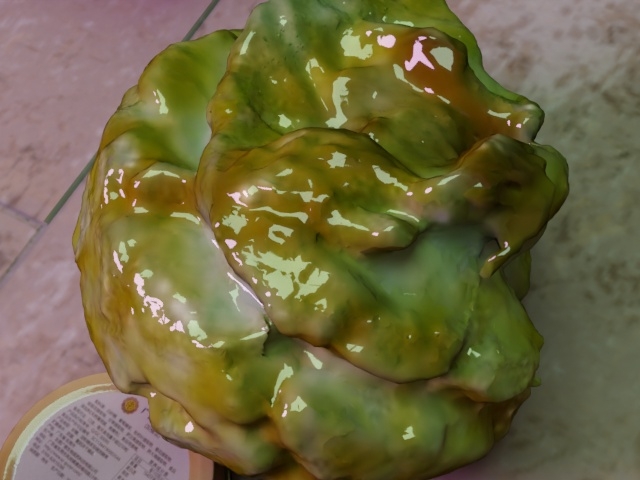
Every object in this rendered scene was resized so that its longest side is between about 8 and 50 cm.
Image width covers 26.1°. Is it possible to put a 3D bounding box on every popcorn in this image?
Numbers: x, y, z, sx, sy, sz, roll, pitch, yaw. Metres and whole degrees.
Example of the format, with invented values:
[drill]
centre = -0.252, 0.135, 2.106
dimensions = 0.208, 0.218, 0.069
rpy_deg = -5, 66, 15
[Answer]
[popcorn]
centre = 0.000, 0.000, 0.572
dimensions = 0.204, 0.184, 0.221
rpy_deg = -3, 45, -8

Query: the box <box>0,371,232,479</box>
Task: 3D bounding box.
[box]
centre = -0.091, 0.110, 0.607
dimensions = 0.105, 0.037, 0.105
rpy_deg = -5, 60, 9
